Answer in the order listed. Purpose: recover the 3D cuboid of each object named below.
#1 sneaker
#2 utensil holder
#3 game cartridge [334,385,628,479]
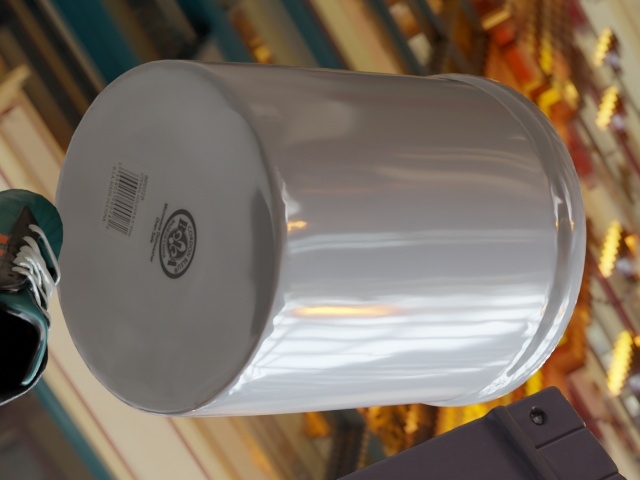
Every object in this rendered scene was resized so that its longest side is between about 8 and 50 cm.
[{"bbox_3d":[-0.242,0.056,1.294,0.121,0.108,0.302,-6,-149,22],"label":"sneaker"},{"bbox_3d":[0.000,0.000,1.576,0.328,0.327,0.385,-16,169,43],"label":"utensil holder"},{"bbox_3d":[0.077,0.231,1.004,0.355,0.230,0.068,-18,148,-38],"label":"game cartridge"}]
